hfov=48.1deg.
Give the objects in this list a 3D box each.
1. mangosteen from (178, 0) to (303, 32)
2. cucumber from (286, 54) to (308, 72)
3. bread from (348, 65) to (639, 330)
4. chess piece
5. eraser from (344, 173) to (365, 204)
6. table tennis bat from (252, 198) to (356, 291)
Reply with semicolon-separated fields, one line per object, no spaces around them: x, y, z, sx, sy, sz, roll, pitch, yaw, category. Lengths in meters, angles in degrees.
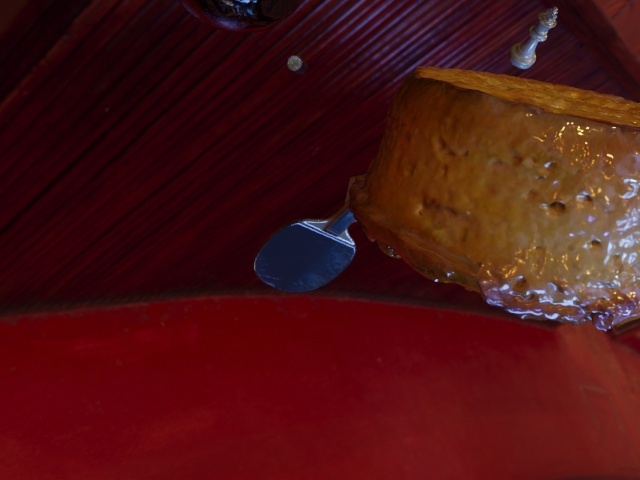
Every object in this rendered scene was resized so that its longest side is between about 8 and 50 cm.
-0.142;-0.533;1.357;0.293;0.297;0.297;36;17;32;mangosteen
-0.043;-0.346;1.417;0.032;0.032;0.133;54;10;-5;cucumber
0.234;-0.058;0.780;0.399;0.215;0.398;10;20;-3;bread
0.445;-0.424;1.474;0.059;0.149;0.059;8;58;-13;chess piece
0.091;-0.090;1.544;0.023;0.150;0.103;14;86;-19;eraser
0.000;0.000;1.166;0.154;0.274;0.021;24;39;-29;table tennis bat
